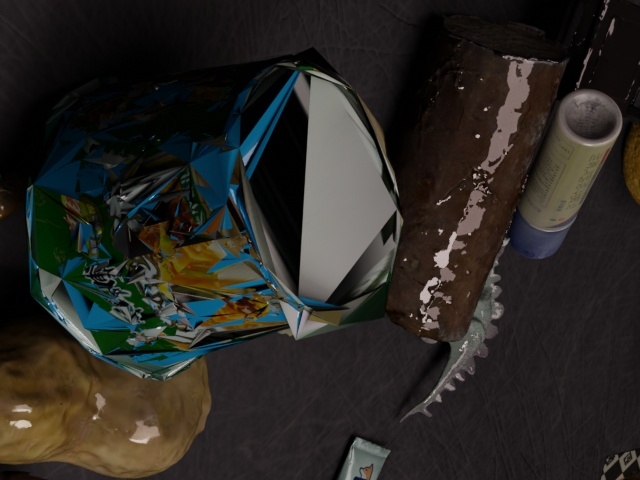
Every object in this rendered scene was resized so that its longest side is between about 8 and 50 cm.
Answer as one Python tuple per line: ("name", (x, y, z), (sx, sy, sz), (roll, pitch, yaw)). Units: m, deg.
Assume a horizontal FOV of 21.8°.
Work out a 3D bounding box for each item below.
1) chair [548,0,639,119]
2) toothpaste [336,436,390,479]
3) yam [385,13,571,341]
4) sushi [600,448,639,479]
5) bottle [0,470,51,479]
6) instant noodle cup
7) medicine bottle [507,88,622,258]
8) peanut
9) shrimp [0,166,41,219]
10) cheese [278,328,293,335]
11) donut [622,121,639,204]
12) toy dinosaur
("chair", (0.285, -0.157, 1.486), (0.113, 0.229, 0.106), (5, 106, -48))
("toothpaste", (0.008, 0.288, 1.593), (0.056, 0.036, 0.205), (27, 87, -48))
("yam", (0.118, -0.059, 1.458), (0.131, 0.131, 0.279), (6, 109, -45))
("sushi", (0.369, 0.305, 1.951), (0.120, 0.026, 0.126), (-7, 114, -41))
("bottle", (-0.299, 0.227, 1.169), (0.297, 0.173, 0.206), (42, 61, -46))
("instant noodle cup", (-0.068, -0.025, 1.186), (0.240, 0.178, 0.240), (16, 69, -49))
("medicine bottle", (0.219, -0.056, 1.520), (0.059, 0.059, 0.231), (-41, 164, -21))
("peanut", (-0.178, 0.115, 1.250), (0.253, 0.137, 0.122), (12, 97, -44))
("shrimp", (-0.234, -0.050, 1.191), (0.127, 0.025, 0.091), (-17, 120, -34))
("cheese", (0.003, 0.004, 1.430), (0.171, 0.047, 0.092), (-50, 137, -13))
("donut", (0.383, -0.087, 1.732), (0.181, 0.078, 0.146), (-39, 134, -31))
("toy dinosaur", (0.137, 0.091, 1.609), (0.082, 0.039, 0.209), (28, 91, -49))
